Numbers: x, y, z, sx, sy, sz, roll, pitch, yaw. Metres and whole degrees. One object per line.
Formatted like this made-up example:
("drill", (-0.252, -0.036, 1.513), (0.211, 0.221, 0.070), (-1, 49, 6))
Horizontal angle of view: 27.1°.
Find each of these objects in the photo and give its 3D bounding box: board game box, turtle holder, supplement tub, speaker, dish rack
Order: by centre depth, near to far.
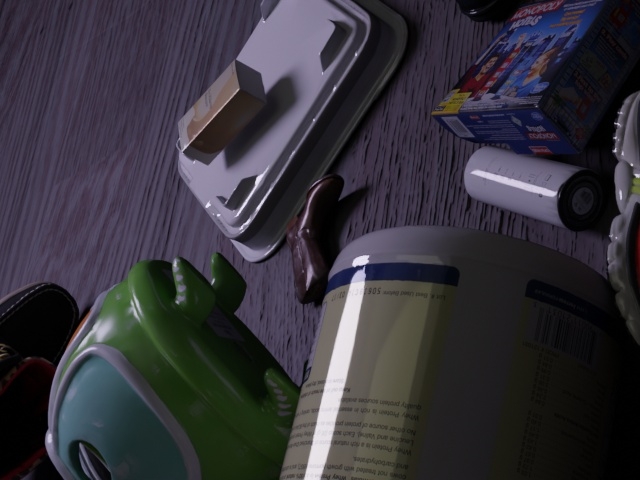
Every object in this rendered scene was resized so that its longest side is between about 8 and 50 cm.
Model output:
("supplement tub", (0.089, 0.175, 0.984), (0.235, 0.235, 0.324), (-10, 59, 51))
("speaker", (0.186, -0.048, 1.171), (0.136, 0.055, 0.055), (22, 86, 57))
("board game box", (0.217, -0.166, 1.181), (0.194, 0.060, 0.194), (-49, 19, -12))
("turtle holder", (-0.110, 0.180, 1.264), (0.227, 0.320, 0.243), (-42, 15, 6))
("dish rack", (-0.056, -0.165, 1.579), (0.332, 0.072, 0.285), (-57, 34, 11))

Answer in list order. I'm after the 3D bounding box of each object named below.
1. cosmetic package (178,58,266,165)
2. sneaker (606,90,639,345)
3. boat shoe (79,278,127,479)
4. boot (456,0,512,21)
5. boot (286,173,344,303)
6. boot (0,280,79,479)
("cosmetic package", (-0.115, -0.149, 1.546), (0.115, 0.041, 0.060), (-45, 37, 28))
("sneaker", (0.282, -0.013, 0.977), (0.118, 0.107, 0.279), (-19, 55, 36))
("boat shoe", (-0.220, 0.158, 1.528), (0.119, 0.121, 0.335), (-45, 35, 33))
("boot", (0.142, -0.370, 1.320), (0.094, 0.207, 0.246), (23, 87, 57))
("boot", (0.000, 0.000, 1.412), (0.106, 0.037, 0.114), (-56, 28, 35))
("boot", (-0.389, 0.184, 1.637), (0.377, 0.138, 0.284), (-48, 17, -31))
